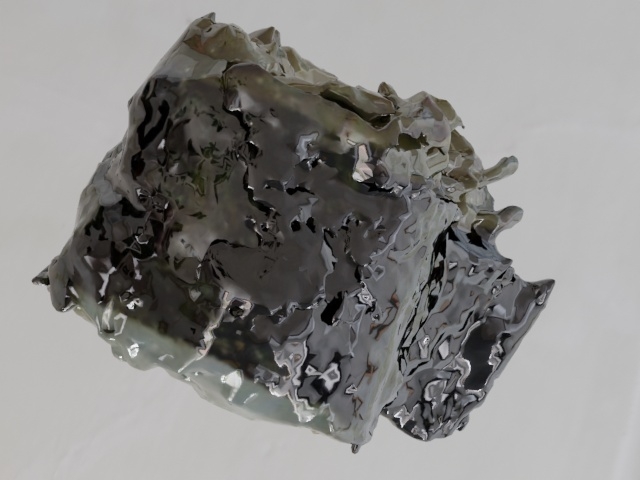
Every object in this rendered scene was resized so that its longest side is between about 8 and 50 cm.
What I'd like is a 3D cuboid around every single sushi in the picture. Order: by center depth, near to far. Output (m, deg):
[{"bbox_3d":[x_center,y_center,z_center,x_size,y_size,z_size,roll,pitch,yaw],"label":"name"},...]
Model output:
[{"bbox_3d":[0.000,0.000,0.615,0.147,0.212,0.115,28,-89,12],"label":"sushi"}]
